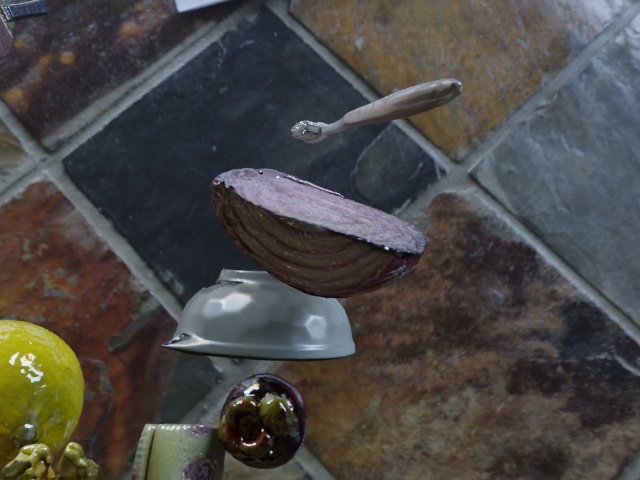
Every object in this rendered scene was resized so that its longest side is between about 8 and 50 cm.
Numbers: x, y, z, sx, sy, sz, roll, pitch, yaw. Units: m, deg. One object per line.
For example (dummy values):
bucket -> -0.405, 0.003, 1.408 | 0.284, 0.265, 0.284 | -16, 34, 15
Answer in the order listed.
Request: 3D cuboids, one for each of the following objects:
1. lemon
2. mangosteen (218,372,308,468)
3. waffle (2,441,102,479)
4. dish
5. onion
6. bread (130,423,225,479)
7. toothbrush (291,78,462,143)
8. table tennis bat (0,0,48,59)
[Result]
lemon -> -0.646, 0.317, 1.231 | 0.336, 0.336, 0.336 | -1, 72, 2
mangosteen -> -0.123, 0.384, 1.274 | 0.209, 0.210, 0.210 | -1, 72, 2
waffle -> -0.399, 0.460, 0.830 | 0.151, 0.261, 0.324 | 11, 40, -8
dish -> -0.085, 0.106, 0.912 | 0.303, 0.303, 0.120 | 4, 86, 3
onion -> 0.000, 0.000, 0.748 | 0.250, 0.247, 0.111 | 21, 103, 12
bread -> -0.307, 0.559, 1.275 | 0.187, 0.155, 0.338 | -9, 64, 26
toothbrush -> 0.039, -0.127, 0.610 | 0.029, 0.307, 0.025 | 10, 88, -26
table tennis bat -> -0.192, -0.129, 0.349 | 0.007, 0.083, 0.050 | -9, 112, 29
